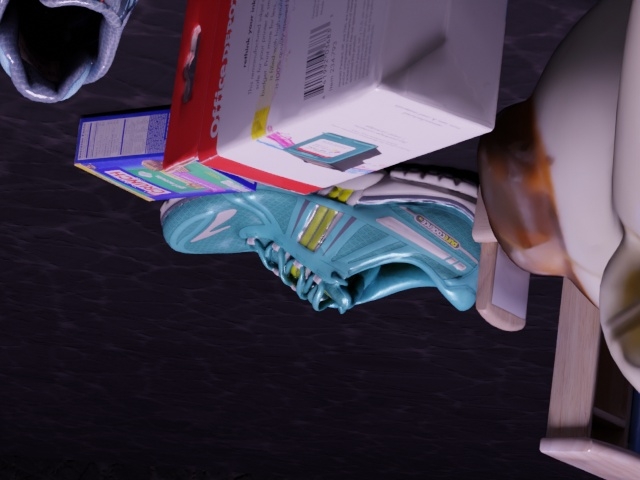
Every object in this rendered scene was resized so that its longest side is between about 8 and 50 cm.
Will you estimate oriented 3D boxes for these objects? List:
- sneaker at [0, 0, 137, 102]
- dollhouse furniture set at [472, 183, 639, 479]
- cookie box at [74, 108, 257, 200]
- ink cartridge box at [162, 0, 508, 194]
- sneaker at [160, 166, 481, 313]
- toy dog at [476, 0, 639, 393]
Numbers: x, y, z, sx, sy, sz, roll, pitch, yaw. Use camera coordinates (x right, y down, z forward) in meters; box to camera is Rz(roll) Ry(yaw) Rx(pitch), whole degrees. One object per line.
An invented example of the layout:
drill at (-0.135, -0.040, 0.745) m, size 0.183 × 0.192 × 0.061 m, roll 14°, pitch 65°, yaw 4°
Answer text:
sneaker at (-0.162, -0.134, 1.079) m, size 0.104 × 0.125 × 0.262 m, roll 14°, pitch 163°, yaw -18°
dollhouse furniture set at (0.307, 0.059, 1.399) m, size 0.303 × 0.198 × 0.286 m, roll -5°, pitch 160°, yaw 37°
cookie box at (-0.114, -0.064, 1.460) m, size 0.107 × 0.040 × 0.092 m, roll -3°, pitch 162°, yaw 36°
ink cartridge box at (0.004, -0.108, 1.074) m, size 0.078 × 0.134 × 0.231 m, roll 16°, pitch 163°, yaw -29°
sneaker at (0.000, 0.000, 1.503) m, size 0.275 × 0.110 × 0.107 m, roll 3°, pitch 164°, yaw 20°
toy dog at (0.213, -0.039, 0.901) m, size 0.395 × 0.284 × 0.408 m, roll 50°, pitch 172°, yaw -4°
